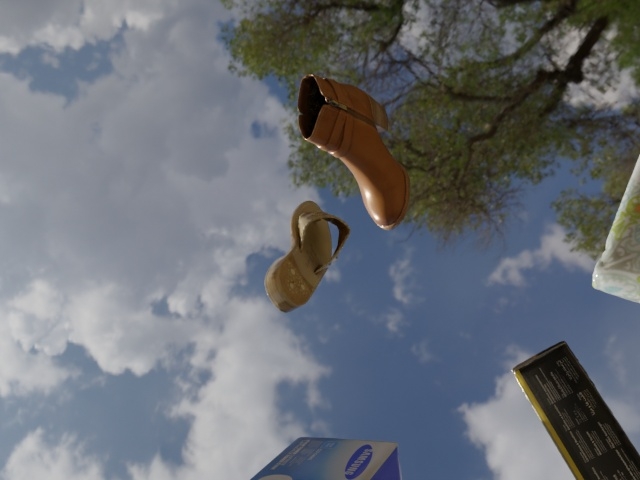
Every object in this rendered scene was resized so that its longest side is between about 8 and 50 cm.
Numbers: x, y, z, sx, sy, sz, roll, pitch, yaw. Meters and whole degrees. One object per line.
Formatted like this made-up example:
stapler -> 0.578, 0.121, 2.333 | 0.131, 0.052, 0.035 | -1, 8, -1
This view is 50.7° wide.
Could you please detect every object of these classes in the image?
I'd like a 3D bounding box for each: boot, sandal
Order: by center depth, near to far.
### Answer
sandal -> 0.004, 0.005, 0.883 | 0.088, 0.079, 0.240 | 54, -152, -16
boot -> 0.060, -0.166, 1.249 | 0.220, 0.109, 0.283 | 11, -111, -51

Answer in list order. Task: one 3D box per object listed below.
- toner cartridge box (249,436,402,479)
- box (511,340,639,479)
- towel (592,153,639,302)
toner cartridge box -> -0.032, 0.350, 0.840 | 0.348, 0.165, 0.075 | -18, -77, -63
box -> 0.358, 0.301, 0.799 | 0.257, 0.079, 0.322 | 40, -159, -56
towel -> 0.646, -0.047, 1.051 | 0.320, 0.090, 0.374 | 17, -103, 39
